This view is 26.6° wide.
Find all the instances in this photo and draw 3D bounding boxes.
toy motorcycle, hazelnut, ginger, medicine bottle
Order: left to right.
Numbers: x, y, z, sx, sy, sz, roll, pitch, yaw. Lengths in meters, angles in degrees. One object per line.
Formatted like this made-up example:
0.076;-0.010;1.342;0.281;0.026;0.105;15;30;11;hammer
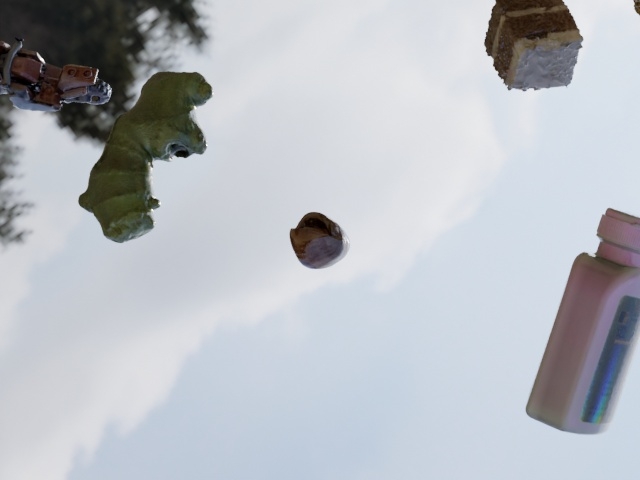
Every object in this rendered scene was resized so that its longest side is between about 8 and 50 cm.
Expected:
-0.424;-0.246;2.033;0.213;0.118;0.084;7;-112;12;toy motorcycle
-0.239;-0.125;1.894;0.290;0.137;0.089;-59;172;-28;ginger
0.000;0.000;1.819;0.086;0.086;0.086;-30;-162;11;hazelnut
0.275;0.079;1.326;0.078;0.219;0.115;22;-172;35;medicine bottle

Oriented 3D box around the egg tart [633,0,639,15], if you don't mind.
0.519;-0.342;1.795;0.213;0.090;0.212;-22;-138;20;egg tart

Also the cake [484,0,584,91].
0.374;-0.344;2.372;0.135;0.134;0.147;-9;-125;-12;cake
